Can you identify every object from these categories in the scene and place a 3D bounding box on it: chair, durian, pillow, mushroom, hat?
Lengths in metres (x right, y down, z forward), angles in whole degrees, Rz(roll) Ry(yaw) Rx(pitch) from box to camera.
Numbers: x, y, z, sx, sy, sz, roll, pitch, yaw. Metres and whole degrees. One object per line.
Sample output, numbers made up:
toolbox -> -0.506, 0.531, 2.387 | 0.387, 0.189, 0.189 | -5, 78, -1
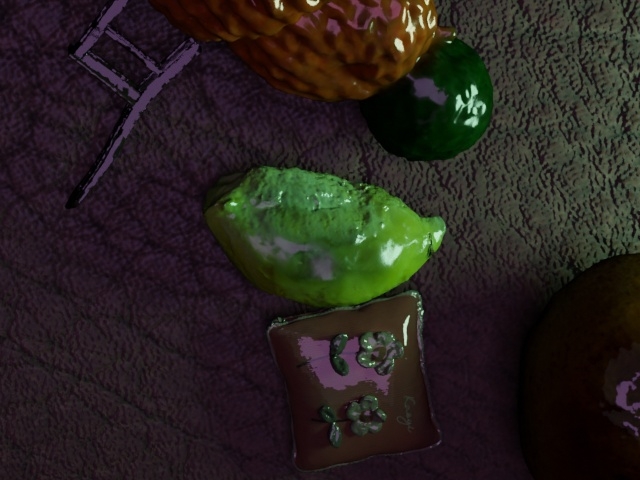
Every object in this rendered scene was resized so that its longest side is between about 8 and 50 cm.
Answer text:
chair -> -0.223, -0.142, 1.372 | 0.101, 0.084, 0.212 | 39, 94, -15
durian -> 0.000, 0.000, 1.415 | 0.250, 0.101, 0.139 | 18, 97, -10
pillow -> 0.039, 0.154, 1.462 | 0.171, 0.075, 0.179 | -11, 103, -6
mushroom -> 0.375, 0.183, 1.466 | 0.345, 0.259, 0.345 | 3, 98, 20
hat -> -0.001, -0.240, 1.341 | 0.285, 0.285, 0.400 | -33, 130, 0
